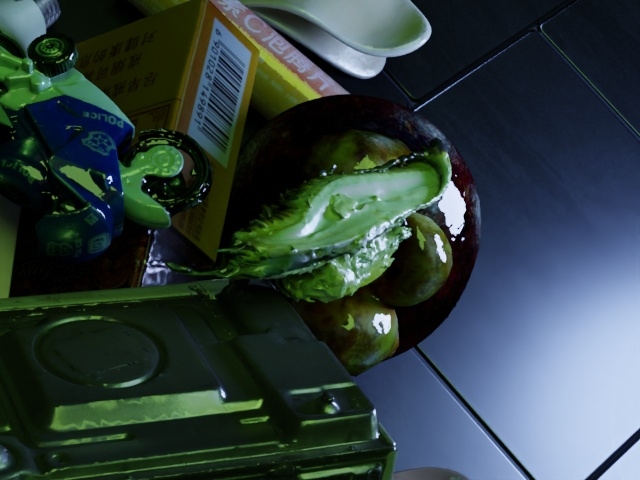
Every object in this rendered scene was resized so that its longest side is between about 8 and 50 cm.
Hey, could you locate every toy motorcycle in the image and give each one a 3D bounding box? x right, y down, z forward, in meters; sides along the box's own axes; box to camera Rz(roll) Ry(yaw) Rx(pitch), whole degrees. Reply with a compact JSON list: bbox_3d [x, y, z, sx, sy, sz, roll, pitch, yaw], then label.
[{"bbox_3d":[-0.276,-0.093,1.594,0.331,0.125,0.196,30,54,11],"label":"toy motorcycle"}]

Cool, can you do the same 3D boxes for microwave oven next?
[{"bbox_3d":[-0.184,0.190,1.414,0.394,0.247,0.333,-5,29,-26],"label":"microwave oven"}]

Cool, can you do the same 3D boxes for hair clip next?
[{"bbox_3d":[0.003,-0.308,2.085,0.282,0.113,0.172,36,56,2],"label":"hair clip"}]

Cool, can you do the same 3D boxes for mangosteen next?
[{"bbox_3d":[0.030,-0.001,1.799,0.330,0.330,0.330,9,59,-16],"label":"mangosteen"}]

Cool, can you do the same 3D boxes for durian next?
[{"bbox_3d":[0.000,-0.007,1.515,0.132,0.107,0.375,42,42,18],"label":"durian"}]

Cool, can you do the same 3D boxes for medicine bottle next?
[{"bbox_3d":[-0.067,-0.205,2.007,0.426,0.108,0.108,40,56,5],"label":"medicine bottle"}]

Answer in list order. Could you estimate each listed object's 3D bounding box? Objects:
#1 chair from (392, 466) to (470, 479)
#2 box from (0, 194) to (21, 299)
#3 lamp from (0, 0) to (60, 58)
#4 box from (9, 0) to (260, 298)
[{"bbox_3d":[0.159,0.370,1.725,0.175,0.183,0.326,-12,68,-27],"label":"chair"},{"bbox_3d":[-0.405,0.008,1.621,0.200,0.065,0.343,21,46,-24],"label":"box"},{"bbox_3d":[-0.419,-0.219,1.860,0.182,0.182,0.314,23,36,-8],"label":"lamp"},{"bbox_3d":[-0.229,-0.042,1.753,0.116,0.264,0.415,43,44,-41],"label":"box"}]
